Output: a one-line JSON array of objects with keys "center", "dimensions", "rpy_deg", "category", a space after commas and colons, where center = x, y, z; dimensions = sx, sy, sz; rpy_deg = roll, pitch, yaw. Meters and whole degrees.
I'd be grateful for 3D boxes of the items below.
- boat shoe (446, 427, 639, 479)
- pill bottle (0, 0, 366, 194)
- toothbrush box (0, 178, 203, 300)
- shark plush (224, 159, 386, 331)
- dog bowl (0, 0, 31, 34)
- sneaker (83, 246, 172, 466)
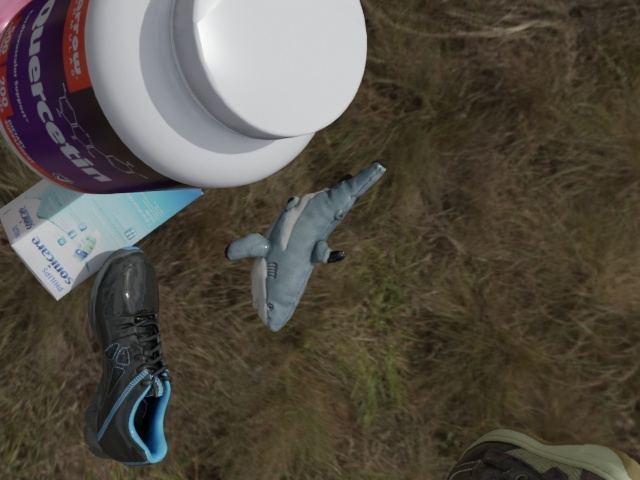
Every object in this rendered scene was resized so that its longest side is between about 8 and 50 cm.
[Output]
[{"center": [0.133, 0.177, 0.569], "dimensions": [0.073, 0.223, 0.080], "rpy_deg": [-24, 87, -22], "category": "boat shoe"}, {"center": [-0.115, -0.127, 0.629], "dimensions": [0.181, 0.323, 0.181], "rpy_deg": [-1, 91, -36], "category": "pill bottle"}, {"center": [-0.377, -0.064, 1.432], "dimensions": [0.295, 0.216, 0.126], "rpy_deg": [-37, 119, -12], "category": "toothbrush box"}, {"center": [0.000, 0.000, 0.696], "dimensions": [0.161, 0.073, 0.067], "rpy_deg": [-40, 57, 9], "category": "shark plush"}, {"center": [-0.493, -0.405, 1.245], "dimensions": [0.150, 0.408, 0.408], "rpy_deg": [39, 77, 14], "category": "dog bowl"}, {"center": [-0.280, 0.181, 1.321], "dimensions": [0.125, 0.139, 0.341], "rpy_deg": [-2, 95, -49], "category": "sneaker"}]
